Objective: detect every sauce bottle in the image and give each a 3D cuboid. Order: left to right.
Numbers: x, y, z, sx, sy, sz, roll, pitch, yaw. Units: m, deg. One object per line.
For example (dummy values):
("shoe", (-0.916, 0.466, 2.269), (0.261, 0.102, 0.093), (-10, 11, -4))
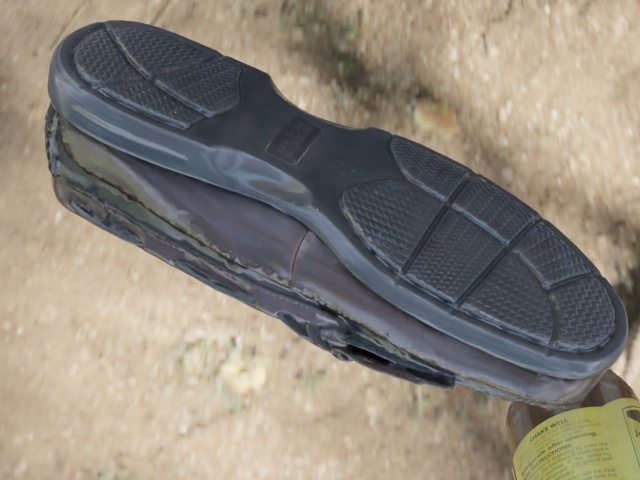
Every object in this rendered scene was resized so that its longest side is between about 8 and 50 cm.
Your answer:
("sauce bottle", (0.196, 0.168, 1.435), (0.111, 0.344, 0.111), (-3, 132, -4))

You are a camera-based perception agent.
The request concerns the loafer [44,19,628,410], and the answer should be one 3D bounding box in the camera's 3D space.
("loafer", (0.000, 0.000, 0.926), (0.302, 0.109, 0.095), (30, 130, 14))
